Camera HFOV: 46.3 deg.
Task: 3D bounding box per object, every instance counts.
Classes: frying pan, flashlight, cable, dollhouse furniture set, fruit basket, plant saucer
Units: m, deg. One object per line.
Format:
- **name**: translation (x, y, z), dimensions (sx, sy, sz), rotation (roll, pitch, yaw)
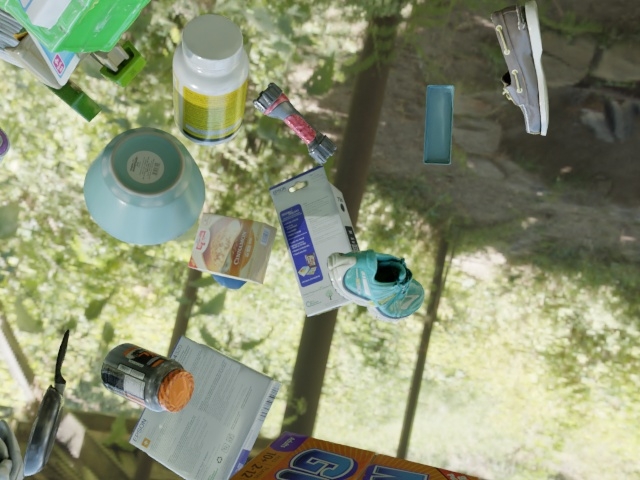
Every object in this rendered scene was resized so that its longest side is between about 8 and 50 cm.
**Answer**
- **frying pan**: translation (-0.590, 0.371, 1.641), dimensions (0.053, 0.197, 0.326), rotation (16, -150, -10)
- **flashlight**: translation (-0.081, -0.374, 2.428), dimensions (0.304, 0.103, 0.103), rotation (44, 175, -15)
- **cable**: translation (-0.773, -0.513, 1.872), dimensions (0.257, 0.089, 0.257), rotation (17, 168, 25)
- **dollhouse furniture set**: translation (-0.512, -0.405, 1.496), dimensions (0.151, 0.198, 0.301), rotation (40, 175, 18)
- **fruit basket**: translation (-0.361, -0.436, 0.972), dimensions (0.327, 0.353, 0.165), rotation (-35, 179, 35)
- **plant saucer**: translation (0.291, -0.283, 1.833), dimensions (0.067, 0.192, 0.018), rotation (3, -175, 13)

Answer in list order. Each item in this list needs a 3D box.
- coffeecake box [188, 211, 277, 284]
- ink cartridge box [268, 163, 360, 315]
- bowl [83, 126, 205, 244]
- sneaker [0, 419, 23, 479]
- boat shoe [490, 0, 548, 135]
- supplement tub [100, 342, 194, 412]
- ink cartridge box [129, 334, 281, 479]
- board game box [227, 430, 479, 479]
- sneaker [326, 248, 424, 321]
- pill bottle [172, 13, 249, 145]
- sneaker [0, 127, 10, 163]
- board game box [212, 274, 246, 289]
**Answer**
- **coffeecake box**: translation (-0.214, 0.018, 1.820), dimensions (0.185, 0.143, 0.068), rotation (10, 171, 28)
- **ink cartridge box**: translation (0.000, 0.000, 1.793), dimensions (0.165, 0.333, 0.065), rotation (-21, 171, 26)
- **bowl**: translation (-0.438, -0.161, 1.886), dimensions (0.311, 0.312, 0.163), rotation (14, 156, -10)
- **sneaker**: translation (-0.681, 0.419, 1.473), dimensions (0.137, 0.210, 0.365), rotation (-19, -138, -39)
- **boat shoe**: translation (0.449, -0.371, 1.661), dimensions (0.096, 0.117, 0.324), rotation (-6, 133, 19)
- **supplement tub**: translation (-0.375, 0.301, 1.629), dimensions (0.190, 0.117, 0.117), rotation (14, 174, 31)
- **ink cartridge box**: translation (-0.307, 0.457, 1.977), dimensions (0.330, 0.324, 0.071), rotation (20, 170, 32)
- **board game box**: translation (0.018, 0.556, 1.141), dimensions (0.356, 0.357, 0.356), rotation (7, -169, 21)
- **sneaker**: translation (0.125, 0.081, 1.385), dimensions (0.109, 0.107, 0.275), rotation (-19, 154, 31)
- **pill bottle**: translation (-0.277, -0.402, 1.885), dimensions (0.187, 0.188, 0.334), rotation (13, 153, -4)
- **sneaker**: translation (-0.893, -0.278, 1.787), dimensions (0.305, 0.114, 0.152), rotation (41, 150, -11)
- **board game box**: translation (-0.241, 0.065, 2.203), dimensions (0.133, 0.168, 0.033), rotation (46, 177, 17)
